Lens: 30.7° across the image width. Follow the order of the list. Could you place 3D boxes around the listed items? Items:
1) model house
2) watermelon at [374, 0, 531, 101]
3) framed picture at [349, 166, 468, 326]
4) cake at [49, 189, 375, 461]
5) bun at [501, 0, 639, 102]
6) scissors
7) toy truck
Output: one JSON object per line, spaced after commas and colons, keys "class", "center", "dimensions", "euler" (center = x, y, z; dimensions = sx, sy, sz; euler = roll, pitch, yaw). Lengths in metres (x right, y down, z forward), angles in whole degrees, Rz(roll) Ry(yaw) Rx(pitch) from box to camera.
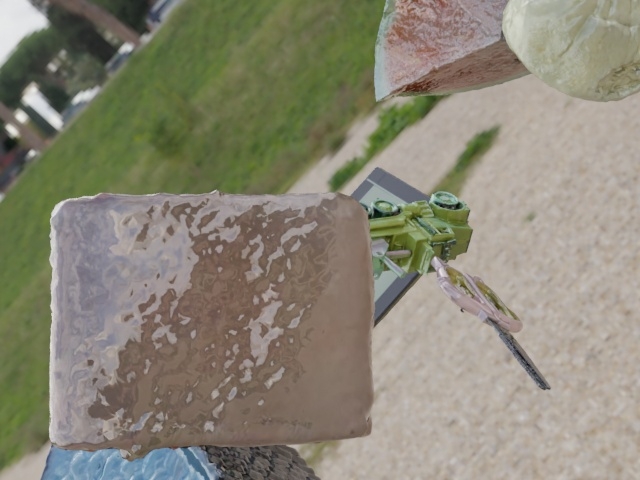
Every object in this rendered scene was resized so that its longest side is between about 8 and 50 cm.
{"class": "model house", "center": [-0.123, 0.364, 1.461], "dimensions": [0.339, 0.360, 0.297], "euler": [-2, 64, 39]}
{"class": "watermelon", "center": [0.195, -0.301, 1.609], "dimensions": [0.260, 0.256, 0.176], "euler": [-14, 33, 24]}
{"class": "framed picture", "center": [0.076, 0.034, 2.177], "dimensions": [0.347, 0.016, 0.265], "euler": [-48, 47, -10]}
{"class": "cake", "center": [-0.100, 0.081, 1.087], "dimensions": [0.237, 0.309, 0.230], "euler": [140, 127, -80]}
{"class": "bun", "center": [0.345, -0.281, 1.460], "dimensions": [0.220, 0.220, 0.134], "euler": [-53, -12, -39]}
{"class": "scissors", "center": [0.249, 0.120, 1.654], "dimensions": [0.024, 0.160, 0.317], "euler": [-55, 29, 16]}
{"class": "toy truck", "center": [0.140, 0.012, 1.878], "dimensions": [0.259, 0.135, 0.128], "euler": [-10, -54, -37]}
